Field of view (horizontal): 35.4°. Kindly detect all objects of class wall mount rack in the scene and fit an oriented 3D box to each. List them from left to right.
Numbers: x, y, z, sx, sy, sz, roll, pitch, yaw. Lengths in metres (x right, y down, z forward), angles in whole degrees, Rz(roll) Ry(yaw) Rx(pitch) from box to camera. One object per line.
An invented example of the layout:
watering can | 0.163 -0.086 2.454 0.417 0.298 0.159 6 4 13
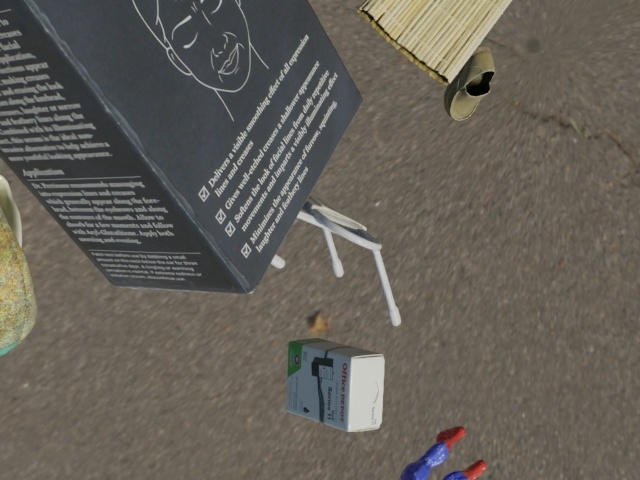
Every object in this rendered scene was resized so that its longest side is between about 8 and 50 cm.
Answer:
wall mount rack | 0.000 0.000 1.655 0.304 0.350 0.130 25 100 -35

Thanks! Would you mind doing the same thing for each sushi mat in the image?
sushi mat | 0.185 -0.351 1.344 0.151 0.316 0.019 39 151 -3

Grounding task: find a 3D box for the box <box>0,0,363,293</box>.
box | -0.174 -0.181 1.004 0.212 0.293 0.395 1 138 37

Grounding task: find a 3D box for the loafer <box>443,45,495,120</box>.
loafer | 0.233 -0.237 1.569 0.056 0.050 0.148 -7 145 -15

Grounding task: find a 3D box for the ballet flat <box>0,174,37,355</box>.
ballet flat | -0.290 -0.069 0.744 0.123 0.123 0.348 -27 70 16

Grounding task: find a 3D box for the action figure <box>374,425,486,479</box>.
action figure | 0.093 0.332 1.259 0.139 0.280 0.091 -39 78 29

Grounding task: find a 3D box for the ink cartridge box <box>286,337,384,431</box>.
ink cartridge box | 0.027 0.287 2.015 0.208 0.087 0.153 5 94 51
